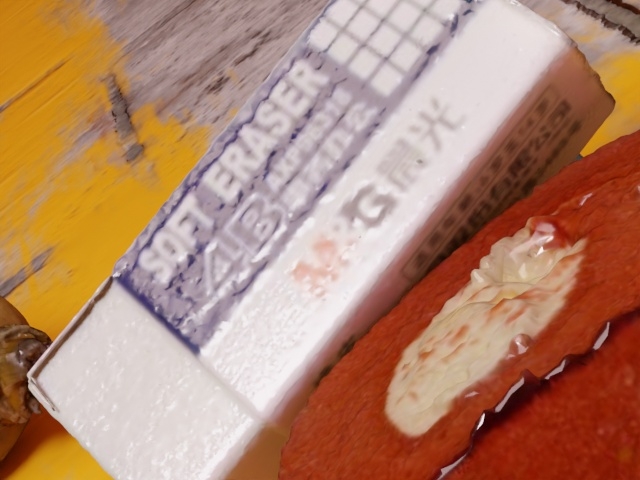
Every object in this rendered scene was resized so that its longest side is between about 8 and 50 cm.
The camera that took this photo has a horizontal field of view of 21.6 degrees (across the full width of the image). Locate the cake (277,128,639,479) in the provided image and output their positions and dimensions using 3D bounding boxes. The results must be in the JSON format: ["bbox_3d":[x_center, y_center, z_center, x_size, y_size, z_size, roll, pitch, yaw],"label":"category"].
[{"bbox_3d":[0.120,0.070,0.692,0.283,0.151,0.177,-41,13,-5],"label":"cake"}]

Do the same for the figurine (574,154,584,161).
[{"bbox_3d":[0.025,0.001,0.923,0.262,0.154,0.180,-12,25,50],"label":"figurine"}]

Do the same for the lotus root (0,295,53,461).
[{"bbox_3d":[-0.298,0.112,1.173,0.342,0.151,0.169,-14,49,33],"label":"lotus root"}]

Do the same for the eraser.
[{"bbox_3d":[0.000,0.000,0.797,0.130,0.086,0.287,40,91,28],"label":"eraser"}]
